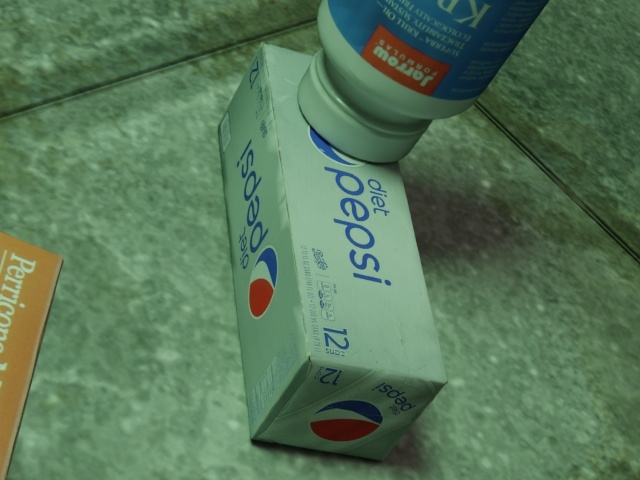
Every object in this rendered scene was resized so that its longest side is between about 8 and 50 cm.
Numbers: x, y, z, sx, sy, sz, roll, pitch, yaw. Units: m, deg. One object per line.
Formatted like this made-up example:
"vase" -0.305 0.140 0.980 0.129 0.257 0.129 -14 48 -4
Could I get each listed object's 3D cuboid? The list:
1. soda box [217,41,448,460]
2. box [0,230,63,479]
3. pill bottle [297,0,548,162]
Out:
"soda box" 0.000 0.000 0.901 0.098 0.091 0.286 12 44 -23
"box" -0.312 0.062 0.558 0.345 0.168 0.215 24 39 -19
"pill bottle" 0.073 -0.156 0.861 0.124 0.221 0.124 19 41 -17
